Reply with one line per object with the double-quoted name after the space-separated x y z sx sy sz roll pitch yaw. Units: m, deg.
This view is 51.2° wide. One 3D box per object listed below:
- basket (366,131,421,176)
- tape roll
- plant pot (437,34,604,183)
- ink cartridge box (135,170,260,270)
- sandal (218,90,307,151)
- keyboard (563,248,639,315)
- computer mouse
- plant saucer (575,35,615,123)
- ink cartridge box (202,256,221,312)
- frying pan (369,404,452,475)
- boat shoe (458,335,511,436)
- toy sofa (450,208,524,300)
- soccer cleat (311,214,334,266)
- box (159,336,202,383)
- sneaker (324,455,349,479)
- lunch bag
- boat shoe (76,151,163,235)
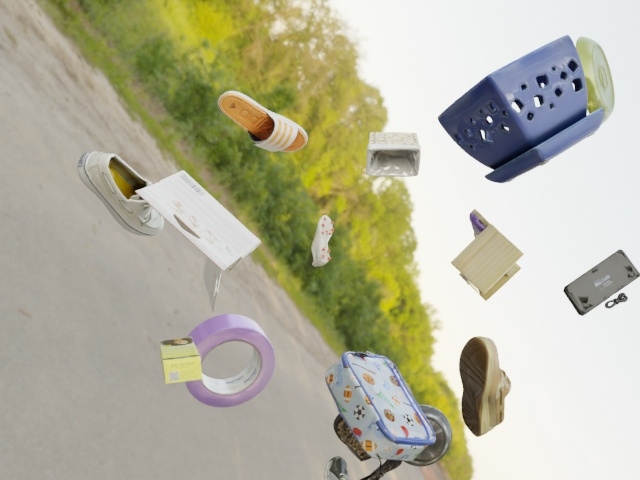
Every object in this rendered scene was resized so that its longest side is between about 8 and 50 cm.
0.227 -0.274 2.101 0.103 0.168 0.113 -87 177 -46 "basket"
-0.279 0.362 2.007 0.274 0.275 0.090 64 -9 -28 "tape roll"
0.435 -0.263 1.429 0.212 0.236 0.236 59 -20 1 "plant pot"
-0.323 -0.040 1.738 0.296 0.066 0.261 42 24 1 "ink cartridge box"
-0.153 -0.288 1.739 0.265 0.102 0.076 26 38 -29 "sandal"
0.666 0.109 1.564 0.108 0.180 0.023 57 -8 8 "keyboard"
0.097 0.593 1.892 0.262 0.184 0.060 47 -3 -20 "computer mouse"
0.726 -0.422 1.749 0.241 0.037 0.240 17 68 -50 "plant saucer"
-0.361 0.114 2.354 0.232 0.066 0.188 -125 -137 -51 "ink cartridge box"
0.259 0.638 2.093 0.053 0.327 0.197 -165 -124 -85 "frying pan"
0.452 0.385 1.816 0.121 0.110 0.340 -128 -154 -50 "boat shoe"
0.445 0.050 1.853 0.177 0.150 0.362 46 5 16 "toy sofa"
0.000 0.000 2.375 0.068 0.076 0.196 27 54 -35 "soccer cleat"
-0.337 0.280 1.590 0.232 0.088 0.058 -168 -106 -73 "box"
0.079 0.620 1.619 0.086 0.132 0.228 39 34 -30 "sneaker"
0.158 0.423 1.745 0.243 0.115 0.303 17 32 -41 "lunch bag"
-0.535 -0.134 1.955 0.367 0.157 0.135 59 38 -48 "boat shoe"
